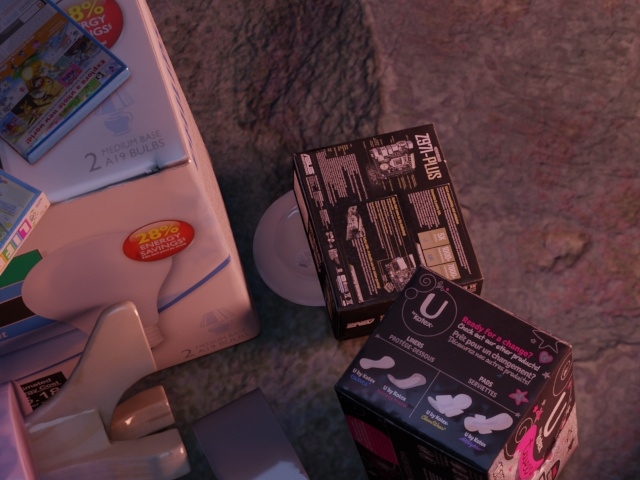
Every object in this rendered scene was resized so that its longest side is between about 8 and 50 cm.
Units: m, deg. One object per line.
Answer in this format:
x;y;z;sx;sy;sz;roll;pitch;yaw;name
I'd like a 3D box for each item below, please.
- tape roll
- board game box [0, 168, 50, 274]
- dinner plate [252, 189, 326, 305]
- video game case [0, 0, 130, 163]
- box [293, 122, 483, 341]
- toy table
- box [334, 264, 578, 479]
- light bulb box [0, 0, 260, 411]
-0.035;0.244;1.782;0.072;0.219;0.219;-28;63;-4;tape roll
-0.319;-0.028;1.669;0.154;0.026;0.103;28;73;19;board game box
0.000;0.000;2.014;0.141;0.017;0.141;-4;64;9;dinner plate
-0.262;-0.156;1.727;0.119;0.015;0.166;-44;66;-13;video game case
0.064;-0.009;1.957;0.147;0.077;0.180;-13;65;-7;box
-0.206;0.198;1.827;0.161;0.252;0.274;-19;23;-5;toy table
0.131;0.157;1.782;0.163;0.247;0.142;28;72;21;box
-0.275;-0.021;1.875;0.358;0.361;0.225;-20;62;0;light bulb box
